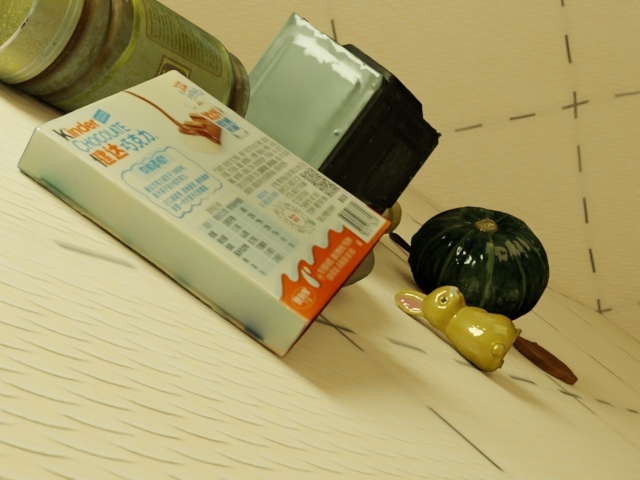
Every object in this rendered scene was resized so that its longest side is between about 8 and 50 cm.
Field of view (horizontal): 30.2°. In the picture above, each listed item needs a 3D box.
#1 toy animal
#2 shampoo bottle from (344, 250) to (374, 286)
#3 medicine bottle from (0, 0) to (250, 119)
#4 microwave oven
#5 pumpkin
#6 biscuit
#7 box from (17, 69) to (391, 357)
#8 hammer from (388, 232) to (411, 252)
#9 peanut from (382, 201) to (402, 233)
[{"bbox_3d":[0.163,0.096,1.455,0.159,0.070,0.083,33,9,20],"label":"toy animal"},{"bbox_3d":[0.000,0.000,1.277,0.127,0.078,0.257,33,12,4],"label":"shampoo bottle"},{"bbox_3d":[-0.224,-0.197,1.257,0.151,0.151,0.322,41,10,38],"label":"medicine bottle"},{"bbox_3d":[0.018,-0.134,1.601,0.181,0.237,0.295,39,5,22],"label":"microwave oven"},{"bbox_3d":[0.233,0.038,1.753,0.211,0.152,0.212,2,23,-1],"label":"pumpkin"},{"bbox_3d":[0.351,0.185,1.849,0.130,0.019,0.102,28,11,-44],"label":"biscuit"},{"bbox_3d":[-0.086,-0.038,1.032,0.265,0.048,0.273,36,25,5],"label":"box"},{"bbox_3d":[0.151,0.014,2.019,0.065,0.021,0.178,30,9,-27],"label":"hammer"},{"bbox_3d":[0.086,-0.044,1.898,0.082,0.082,0.187,36,8,8],"label":"peanut"}]
